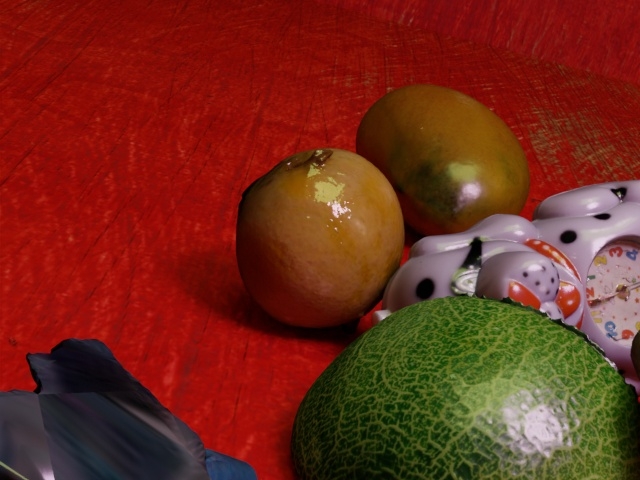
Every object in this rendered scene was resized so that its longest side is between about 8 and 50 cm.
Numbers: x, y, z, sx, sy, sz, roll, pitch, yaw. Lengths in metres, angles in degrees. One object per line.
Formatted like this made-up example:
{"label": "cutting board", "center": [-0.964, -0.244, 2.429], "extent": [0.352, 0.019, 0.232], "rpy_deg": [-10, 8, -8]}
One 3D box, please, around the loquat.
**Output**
{"label": "loquat", "center": [0.000, 0.000, 1.059], "extent": [0.137, 0.163, 0.163], "rpy_deg": [-6, 17, 9]}

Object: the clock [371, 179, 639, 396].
{"label": "clock", "center": [0.163, 0.047, 1.028], "extent": [0.253, 0.189, 0.189], "rpy_deg": [-4, 26, -28]}

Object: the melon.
{"label": "melon", "center": [0.093, 0.121, 0.822], "extent": [0.265, 0.129, 0.169], "rpy_deg": [26, 25, 27]}

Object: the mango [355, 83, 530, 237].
{"label": "mango", "center": [0.139, -0.078, 1.397], "extent": [0.175, 0.139, 0.254], "rpy_deg": [-6, 33, -19]}

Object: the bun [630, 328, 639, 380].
{"label": "bun", "center": [0.284, 0.134, 0.830], "extent": [0.221, 0.108, 0.221], "rpy_deg": [56, 14, -22]}

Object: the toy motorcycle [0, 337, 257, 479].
{"label": "toy motorcycle", "center": [-0.082, 0.166, 0.522], "extent": [0.232, 0.172, 0.416], "rpy_deg": [39, 5, 2]}
